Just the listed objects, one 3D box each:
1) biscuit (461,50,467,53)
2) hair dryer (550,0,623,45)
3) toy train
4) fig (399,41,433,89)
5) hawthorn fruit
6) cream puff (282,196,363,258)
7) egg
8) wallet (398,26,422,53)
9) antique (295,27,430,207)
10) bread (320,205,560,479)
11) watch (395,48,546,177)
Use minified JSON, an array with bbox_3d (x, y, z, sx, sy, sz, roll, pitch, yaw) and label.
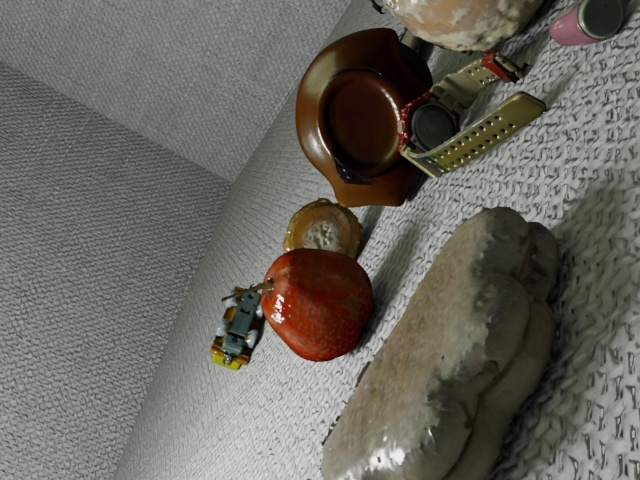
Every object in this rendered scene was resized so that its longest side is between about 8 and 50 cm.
[{"bbox_3d":[0.275,-0.396,1.470,0.133,0.027,0.184,-51,18,40],"label":"biscuit"},{"bbox_3d":[0.329,-0.287,0.995,0.154,0.054,0.106,-51,8,3],"label":"hair dryer"},{"bbox_3d":[-0.181,0.194,1.950,0.127,0.089,0.219,116,173,-51],"label":"toy train"},{"bbox_3d":[0.077,-0.257,1.523,0.245,0.195,0.195,28,90,35],"label":"fig"},{"bbox_3d":[-0.027,0.078,1.268,0.162,0.203,0.162,-54,17,25],"label":"hawthorn fruit"},{"bbox_3d":[0.002,0.002,1.513,0.144,0.126,0.103,-56,-5,-10],"label":"cream puff"},{"bbox_3d":[0.204,-0.397,1.236,0.279,0.279,0.310,-62,0,0],"label":"egg"},{"bbox_3d":[0.133,-0.330,1.823,0.335,0.068,0.275,-66,10,-22],"label":"wallet"},{"bbox_3d":[0.072,-0.184,1.353,0.129,0.224,0.278,-57,-30,-76],"label":"antique"},{"bbox_3d":[0.122,0.127,0.805,0.337,0.102,0.183,-61,16,-2],"label":"bread"},{"bbox_3d":[0.205,-0.176,1.169,0.268,0.102,0.165,-30,32,54],"label":"watch"}]
